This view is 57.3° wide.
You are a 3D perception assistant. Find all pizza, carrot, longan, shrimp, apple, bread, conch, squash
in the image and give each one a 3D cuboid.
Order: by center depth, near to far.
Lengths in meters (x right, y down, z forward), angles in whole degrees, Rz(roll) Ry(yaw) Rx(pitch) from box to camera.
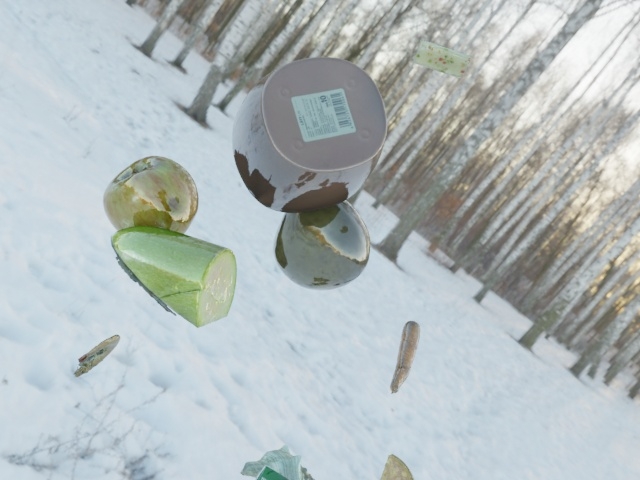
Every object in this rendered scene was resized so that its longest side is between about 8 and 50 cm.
[{"bbox_3d":[0.000,0.000,1.352,0.246,0.246,0.215,39,28,-1],"label":"longan"},{"bbox_3d":[-0.584,0.303,1.489,0.034,0.178,0.124,52,9,4],"label":"shrimp"},{"bbox_3d":[-0.397,0.078,1.500,0.309,0.210,0.234,11,6,13],"label":"squash"},{"bbox_3d":[-0.087,0.623,1.580,0.233,0.115,0.137,54,40,-28],"label":"conch"},{"bbox_3d":[0.344,-0.514,1.665,0.154,0.068,0.028,17,42,-6],"label":"bread"},{"bbox_3d":[-0.476,-0.104,1.689,0.264,0.264,0.264,38,11,-8],"label":"apple"},{"bbox_3d":[0.251,0.348,1.746,0.059,0.059,0.247,35,55,-21],"label":"carrot"},{"bbox_3d":[0.255,0.830,2.022,0.046,0.134,0.174,70,4,-61],"label":"pizza"}]

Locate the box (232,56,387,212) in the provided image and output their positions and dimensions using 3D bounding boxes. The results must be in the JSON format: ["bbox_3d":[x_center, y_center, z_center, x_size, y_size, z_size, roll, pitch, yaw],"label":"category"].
[{"bbox_3d":[-0.014,-0.211,1.154,0.301,0.301,0.216,38,-19,-7],"label":"box"}]

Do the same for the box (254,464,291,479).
[{"bbox_3d":[-0.076,0.634,1.387,0.199,0.135,0.081,26,48,7],"label":"box"}]
